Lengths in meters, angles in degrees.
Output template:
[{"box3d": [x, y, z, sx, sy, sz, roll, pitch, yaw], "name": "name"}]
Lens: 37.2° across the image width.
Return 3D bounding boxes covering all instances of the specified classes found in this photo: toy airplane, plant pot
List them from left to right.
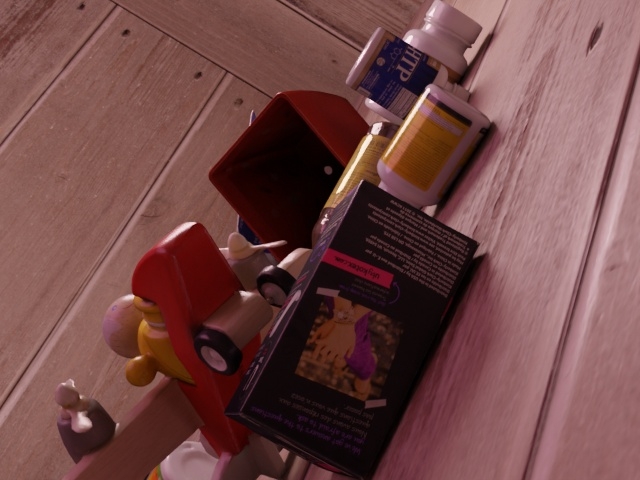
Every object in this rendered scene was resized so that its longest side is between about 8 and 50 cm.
[{"box3d": [-0.163, 0.162, 1.235, 0.386, 0.272, 0.384, 12, -79, -64], "name": "toy airplane"}, {"box3d": [-0.007, -0.140, 1.877, 0.267, 0.267, 0.236, -43, -4, 36], "name": "plant pot"}]

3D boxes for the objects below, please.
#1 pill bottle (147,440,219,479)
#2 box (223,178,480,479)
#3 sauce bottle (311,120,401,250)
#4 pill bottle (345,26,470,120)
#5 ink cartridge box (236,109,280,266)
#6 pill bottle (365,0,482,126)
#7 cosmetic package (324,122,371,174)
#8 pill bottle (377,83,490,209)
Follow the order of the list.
[{"box3d": [-0.241, 0.453, 1.525, 0.245, 0.136, 0.136, -57, 6, 23], "name": "pill bottle"}, {"box3d": [0.029, 0.097, 1.003, 0.270, 0.143, 0.165, -61, 4, -14], "name": "box"}, {"box3d": [0.055, -0.040, 1.622, 0.344, 0.111, 0.111, -59, 6, -16], "name": "sauce bottle"}, {"box3d": [0.147, -0.259, 1.574, 0.112, 0.187, 0.112, -59, 6, 10], "name": "pill bottle"}, {"box3d": [-0.103, -0.070, 2.147, 0.330, 0.071, 0.324, 72, -161, -59], "name": "ink cartridge box"}, {"box3d": [0.193, -0.313, 1.737, 0.229, 0.131, 0.131, -59, 6, 11], "name": "pill bottle"}, {"box3d": [0.046, -0.164, 2.128, 0.183, 0.151, 0.151, -55, 8, 44], "name": "cosmetic package"}, {"box3d": [0.142, -0.112, 1.296, 0.184, 0.103, 0.103, -57, 6, 15], "name": "pill bottle"}]
